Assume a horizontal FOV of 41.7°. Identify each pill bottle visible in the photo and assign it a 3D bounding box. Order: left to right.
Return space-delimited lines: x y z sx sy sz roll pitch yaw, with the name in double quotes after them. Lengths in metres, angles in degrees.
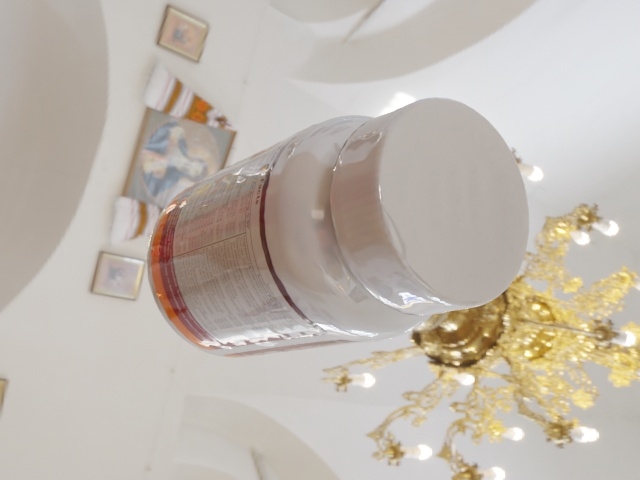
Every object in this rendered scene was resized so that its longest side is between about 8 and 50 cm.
0.000 0.000 0.475 0.221 0.121 0.121 -16 -112 52 "pill bottle"
